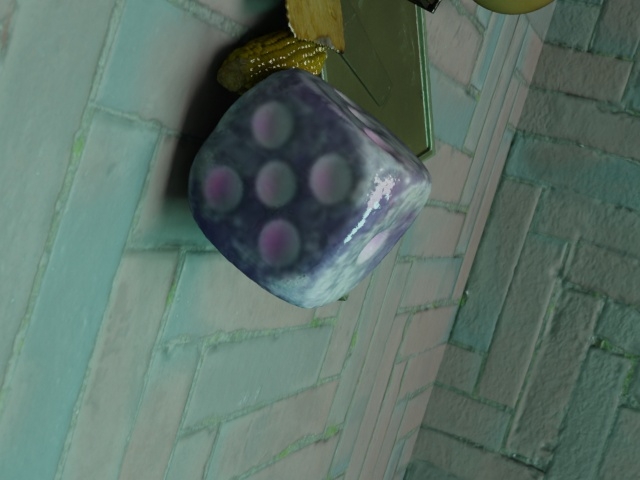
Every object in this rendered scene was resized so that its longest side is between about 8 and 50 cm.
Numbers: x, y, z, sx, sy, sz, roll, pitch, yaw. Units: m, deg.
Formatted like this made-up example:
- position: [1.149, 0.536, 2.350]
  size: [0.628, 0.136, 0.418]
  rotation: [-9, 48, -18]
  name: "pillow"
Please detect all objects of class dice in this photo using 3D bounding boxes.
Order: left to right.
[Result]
- position: [-0.015, -0.078, 1.354]
  size: [0.270, 0.271, 0.270]
  rotation: [-50, 164, 15]
  name: "dice"

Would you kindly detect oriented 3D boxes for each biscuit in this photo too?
- position: [-0.014, -0.422, 1.405]
  size: [0.232, 0.013, 0.237]
  rotation: [-10, 94, -67]
  name: "biscuit"

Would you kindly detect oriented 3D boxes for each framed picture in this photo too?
- position: [0.102, -0.310, 1.679]
  size: [0.326, 0.028, 0.446]
  rotation: [-32, 126, -40]
  name: "framed picture"

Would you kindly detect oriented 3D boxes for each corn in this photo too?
- position: [-0.069, -0.278, 1.399]
  size: [0.261, 0.097, 0.097]
  rotation: [-37, 141, -54]
  name: "corn"

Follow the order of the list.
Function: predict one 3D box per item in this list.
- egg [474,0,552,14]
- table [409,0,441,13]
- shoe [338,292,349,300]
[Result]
- position: [0.462, -0.687, 2.063]
  size: [0.374, 0.301, 0.301]
  rotation: [-55, 154, -37]
  name: "egg"
- position: [0.119, -0.537, 1.351]
  size: [0.251, 0.196, 0.282]
  rotation: [-58, 156, 6]
  name: "table"
- position: [0.000, 0.000, 1.775]
  size: [0.316, 0.124, 0.159]
  rotation: [61, 44, -62]
  name: "shoe"
